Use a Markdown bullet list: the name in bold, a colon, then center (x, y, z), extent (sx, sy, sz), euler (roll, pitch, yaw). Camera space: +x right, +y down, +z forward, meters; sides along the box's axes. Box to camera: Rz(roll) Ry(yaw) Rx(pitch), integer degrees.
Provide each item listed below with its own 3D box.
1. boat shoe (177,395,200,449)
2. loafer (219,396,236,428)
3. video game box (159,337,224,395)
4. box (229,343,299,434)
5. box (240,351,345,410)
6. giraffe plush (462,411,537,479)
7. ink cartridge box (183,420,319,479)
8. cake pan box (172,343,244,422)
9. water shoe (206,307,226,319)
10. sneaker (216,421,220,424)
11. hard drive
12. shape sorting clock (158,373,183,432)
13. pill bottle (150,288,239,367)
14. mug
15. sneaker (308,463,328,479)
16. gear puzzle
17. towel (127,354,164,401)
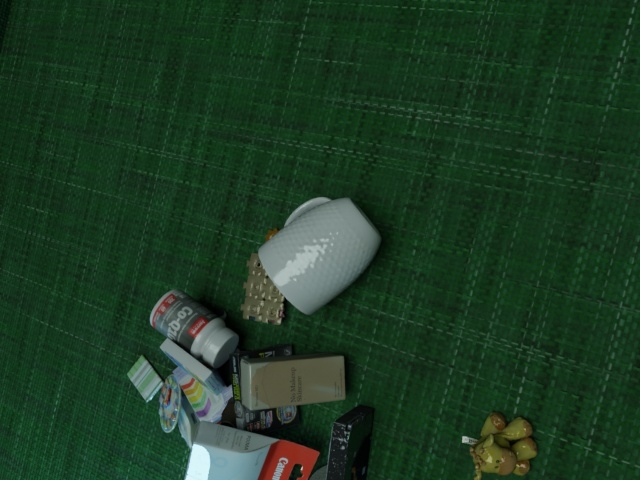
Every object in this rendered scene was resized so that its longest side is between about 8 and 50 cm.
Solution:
- **boat shoe**: center (-0.478, 0.688, 1.941), extent (0.081, 0.079, 0.227), euler (-36, 69, 37)
- **loafer**: center (-0.303, 0.713, 1.789), extent (0.133, 0.130, 0.366), euler (5, 108, 20)
- **video game box**: center (-0.434, 0.431, 1.789), extent (0.205, 0.187, 0.048), euler (31, 68, 20)
- **box**: center (-0.184, 0.492, 1.746), extent (0.060, 0.216, 0.270), euler (-15, 79, 50)
- **box**: center (-0.087, 0.438, 1.661), extent (0.121, 0.311, 0.148), euler (165, 102, -67)
- **giraffe plush**: center (0.489, 0.588, 1.471), extent (0.210, 0.170, 0.181), euler (-13, 81, 22)
- **ink cartridge box**: center (-0.228, 0.736, 1.666), extent (0.385, 0.091, 0.308), euler (17, 124, -3)
- **cake pan box**: center (-0.363, 0.492, 1.888), extent (0.267, 0.070, 0.246), euler (-37, 74, 8)
- **water shoe**: center (-0.432, 0.300, 1.959), extent (0.203, 0.073, 0.080), euler (-5, 112, 21)
- **sneaker**: center (-0.385, 0.700, 1.911), extent (0.067, 0.042, 0.118), euler (15, 85, 20)
- **hard drive**: center (0.084, 0.695, 1.604), extent (0.064, 0.237, 0.339), euler (7, 90, 23)
- **shape sorting clock**: center (-0.559, 0.601, 1.949), extent (0.206, 0.040, 0.206), euler (-31, 52, 52)
- **pill bottle**: center (-0.432, 0.305, 1.822), extent (0.283, 0.161, 0.161), euler (31, 98, 18)
- **mug**: center (0.000, 0.000, 1.697), extent (0.328, 0.276, 0.374), euler (-38, 42, 9)
- **sneaker**: center (0.005, 0.849, 1.713), extent (0.226, 0.163, 0.086), euler (-42, 35, -24)
- **gear puzzle**: center (-0.183, 0.123, 1.871), extent (0.175, 0.044, 0.339), euler (5, 85, 25)
- **towel**: center (-0.684, 0.540, 2.067), extent (0.152, 0.023, 0.113), euler (45, 101, 22)
